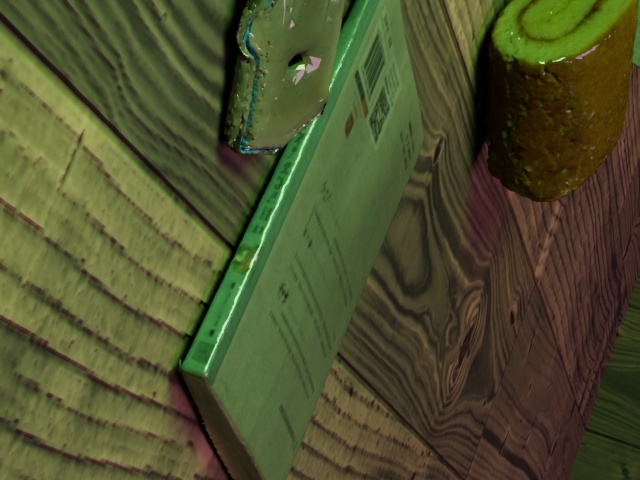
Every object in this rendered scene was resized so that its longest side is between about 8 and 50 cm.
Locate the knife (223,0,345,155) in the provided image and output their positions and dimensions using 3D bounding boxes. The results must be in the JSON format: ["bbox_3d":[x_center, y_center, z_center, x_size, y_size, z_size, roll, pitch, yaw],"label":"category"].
[{"bbox_3d":[-0.006,-0.199,0.704,0.089,0.043,0.365,-14,130,-31],"label":"knife"}]

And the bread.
[{"bbox_3d":[0.194,-0.128,1.274,0.132,0.103,0.172,-44,151,-26],"label":"bread"}]

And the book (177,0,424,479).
[{"bbox_3d":[0.000,0.000,0.943,0.215,0.025,0.282,74,36,-60],"label":"book"}]

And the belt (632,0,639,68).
[{"bbox_3d":[0.314,-0.291,1.290,0.115,0.227,0.323,-32,135,-60],"label":"belt"}]
